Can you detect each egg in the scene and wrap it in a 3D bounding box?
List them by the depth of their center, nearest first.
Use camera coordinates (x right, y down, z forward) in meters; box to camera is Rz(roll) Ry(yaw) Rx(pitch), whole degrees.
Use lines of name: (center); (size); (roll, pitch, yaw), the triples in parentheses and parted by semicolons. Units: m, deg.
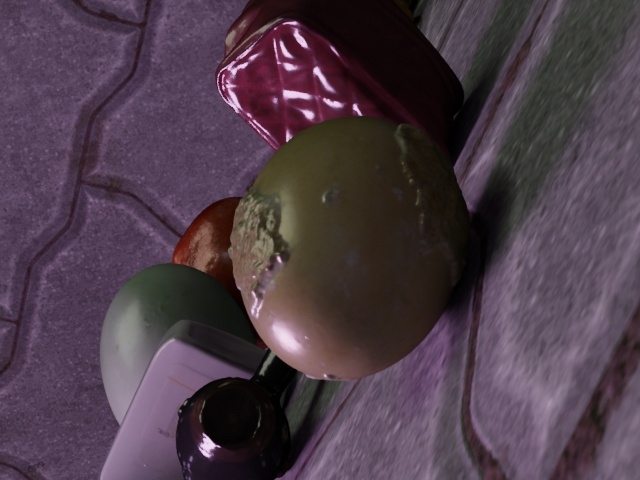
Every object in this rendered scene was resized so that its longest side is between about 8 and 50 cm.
egg: (0.022, 0.003, 0.848); (0.164, 0.164, 0.201); (122, 168, -51)
egg: (-0.178, 0.162, 1.576); (0.203, 0.203, 0.282); (124, 136, -57)

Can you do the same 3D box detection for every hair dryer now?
hair dryer: (-0.022, 0.115, 1.262); (0.359, 0.120, 0.303); (-57, -11, -16)

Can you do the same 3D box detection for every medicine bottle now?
medicine bottle: (-0.160, 0.251, 1.424); (0.111, 0.161, 0.296); (-102, 35, -78)

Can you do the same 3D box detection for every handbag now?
handbag: (0.022, -0.137, 1.096); (0.146, 0.225, 0.135); (-33, 24, 36)

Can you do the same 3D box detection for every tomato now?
tomato: (-0.123, 0.052, 1.760); (0.232, 0.189, 0.232); (-158, 90, -85)

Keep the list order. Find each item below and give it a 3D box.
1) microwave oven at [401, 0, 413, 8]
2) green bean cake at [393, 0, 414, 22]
microwave oven: (0.073, -0.403, 2.000); (0.205, 0.163, 0.129); (-62, 8, 0)
green bean cake: (0.004, -0.297, 1.868); (0.224, 0.230, 0.131); (-62, 0, 6)
